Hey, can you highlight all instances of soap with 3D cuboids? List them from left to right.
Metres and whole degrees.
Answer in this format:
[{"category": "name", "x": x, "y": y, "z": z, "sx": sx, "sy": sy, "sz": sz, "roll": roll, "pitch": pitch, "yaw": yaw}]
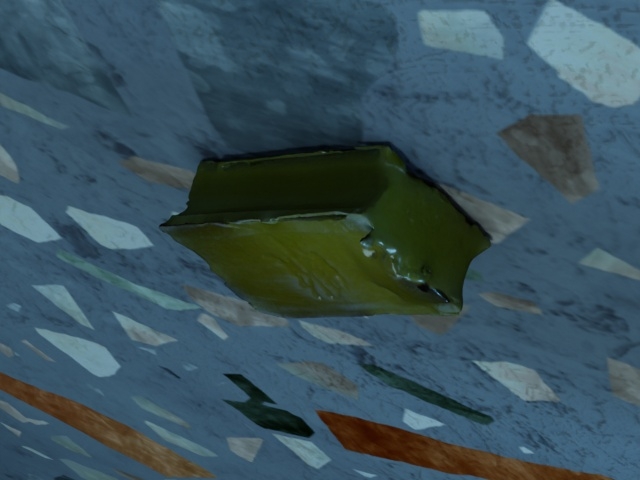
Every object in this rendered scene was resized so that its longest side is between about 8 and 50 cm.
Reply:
[{"category": "soap", "x": 0.001, "y": -0.001, "z": 1.298, "sx": 0.233, "sy": 0.076, "sz": 0.135, "roll": 0, "pitch": 146, "yaw": 49}]
